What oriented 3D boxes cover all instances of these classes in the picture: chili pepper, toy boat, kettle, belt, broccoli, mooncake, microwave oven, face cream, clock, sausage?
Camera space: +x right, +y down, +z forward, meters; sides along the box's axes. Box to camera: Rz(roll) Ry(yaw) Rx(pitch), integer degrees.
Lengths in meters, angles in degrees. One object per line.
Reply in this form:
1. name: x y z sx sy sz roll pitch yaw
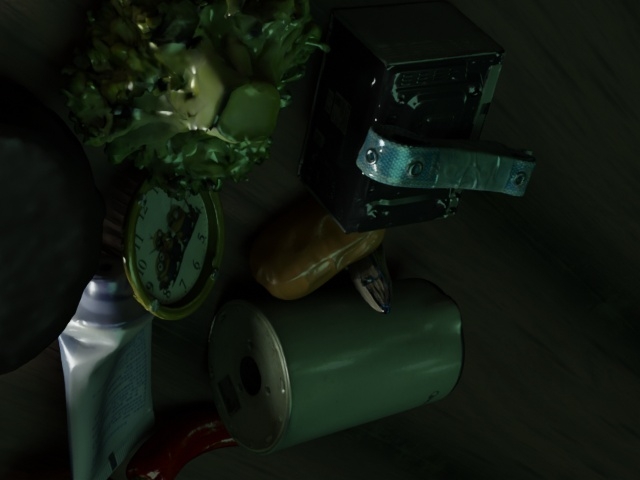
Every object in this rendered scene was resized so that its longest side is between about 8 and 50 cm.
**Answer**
1. chili pepper: -0.206 0.355 2.123 0.368 0.137 0.092 -24 162 -42
2. toy boat: 0.080 0.052 2.023 0.066 0.210 0.084 25 116 -30
3. kettle: 0.011 0.222 2.122 0.376 0.250 0.361 -9 152 -33
4. belt: 0.182 -0.112 1.756 0.302 0.087 0.072 3 112 -38
5. broccoli: -0.151 -0.223 1.597 0.334 0.272 0.324 22 73 -38
6. mooncake: -0.448 -0.022 1.555 0.350 0.212 0.381 -26 132 -17
7. microwave oven: 0.117 -0.176 1.851 0.237 0.181 0.295 -11 133 -30
8. face cream: -0.312 0.205 1.900 0.235 0.137 0.420 -53 155 -48
9. clock: -0.220 -0.004 1.798 0.237 0.057 0.237 -14 106 -59
10. sausage: 0.000 0.000 1.968 0.241 0.136 0.120 -35 136 -11

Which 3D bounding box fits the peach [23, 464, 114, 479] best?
1. peach: -0.415 0.464 2.031 0.232 0.232 0.233 -20 136 -20
